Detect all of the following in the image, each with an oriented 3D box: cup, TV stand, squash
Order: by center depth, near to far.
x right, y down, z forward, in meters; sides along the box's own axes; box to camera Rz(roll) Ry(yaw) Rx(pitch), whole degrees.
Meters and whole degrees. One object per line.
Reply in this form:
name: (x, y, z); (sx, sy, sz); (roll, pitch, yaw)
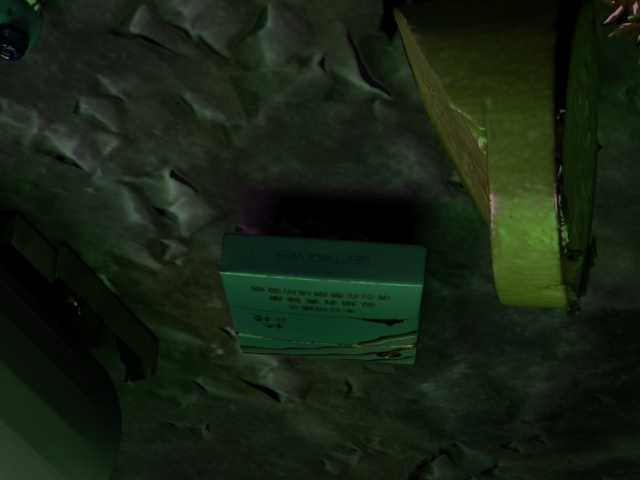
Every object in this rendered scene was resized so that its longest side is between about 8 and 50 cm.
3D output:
squash: (0.118, -0.056, 1.012); (0.133, 0.220, 0.220); (-5, 146, 10)
cup: (-0.365, 0.116, 1.362); (0.322, 0.237, 0.327); (21, 159, 33)
TV stand: (-0.213, 0.054, 1.393); (0.042, 0.036, 0.249); (-8, 145, 21)

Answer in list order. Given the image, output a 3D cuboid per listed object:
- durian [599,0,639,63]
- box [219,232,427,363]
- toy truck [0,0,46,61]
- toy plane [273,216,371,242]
durian: (0.219, -0.186, 0.770); (0.258, 0.258, 0.293); (-4, 159, 14)
box: (0.005, 0.054, 1.317); (0.162, 0.041, 0.229); (4, 160, 2)
toy truck: (-0.235, -0.151, 1.066); (0.073, 0.056, 0.090); (34, 151, -31)
toy plane: (0.000, 0.000, 1.287); (0.083, 0.031, 0.078); (12, 162, -6)
